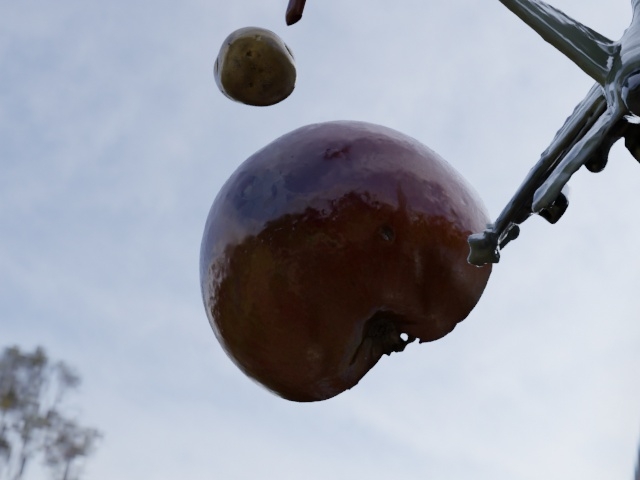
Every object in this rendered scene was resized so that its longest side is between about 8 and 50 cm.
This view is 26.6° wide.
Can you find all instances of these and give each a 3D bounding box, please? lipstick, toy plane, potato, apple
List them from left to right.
[{"bbox_3d":[-0.055,-0.138,1.092,0.068,0.062,0.083,53,-11,-10],"label":"potato"},{"bbox_3d":[-0.012,-0.259,1.274,0.030,0.129,0.030,7,-17,24],"label":"lipstick"},{"bbox_3d":[0.000,0.000,1.291,0.293,0.251,0.163,-39,-46,4],"label":"apple"},{"bbox_3d":[0.131,-0.076,0.466,0.088,0.262,0.192,45,-64,10],"label":"toy plane"}]
